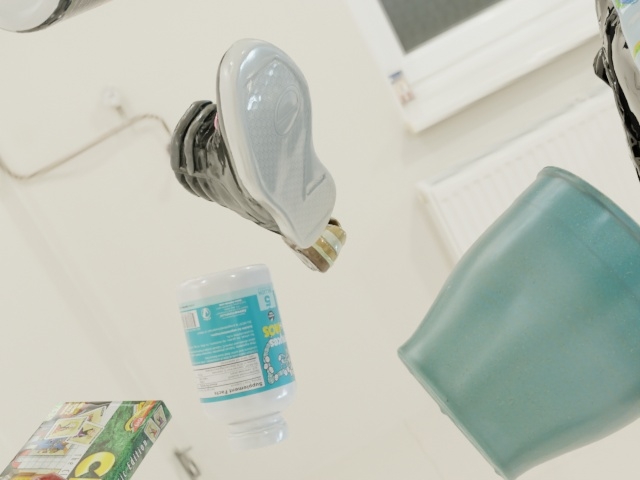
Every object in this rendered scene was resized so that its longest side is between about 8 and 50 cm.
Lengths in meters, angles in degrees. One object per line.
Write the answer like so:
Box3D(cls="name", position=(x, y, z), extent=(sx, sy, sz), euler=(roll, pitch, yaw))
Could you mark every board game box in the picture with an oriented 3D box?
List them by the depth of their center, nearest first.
Box3D(cls="board game box", position=(-0.252, 0.240, 0.973), extent=(0.136, 0.030, 0.259), euler=(-4, 31, 25))

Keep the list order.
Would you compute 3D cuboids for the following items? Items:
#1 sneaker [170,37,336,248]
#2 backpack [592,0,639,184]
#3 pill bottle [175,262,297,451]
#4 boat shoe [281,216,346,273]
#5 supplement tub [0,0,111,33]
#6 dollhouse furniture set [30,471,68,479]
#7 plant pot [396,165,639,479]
Box3D(cls="sneaker", position=(-0.083, -0.093, 0.956), extent=(0.147, 0.295, 0.104), euler=(23, 72, 19))
Box3D(cls="backpack", position=(0.277, -0.025, 0.512), extent=(0.273, 0.290, 0.355), euler=(-23, 24, 32))
Box3D(cls="pill bottle", position=(-0.119, 0.174, 1.575), extent=(0.146, 0.264, 0.146), euler=(-13, -1, 0))
Box3D(cls="boat shoe", position=(0.000, 0.000, 1.448), extent=(0.072, 0.068, 0.190), euler=(-46, 16, -5))
Box3D(cls="supplement tub", position=(-0.216, -0.253, 0.905), extent=(0.117, 0.117, 0.190), euler=(-19, 16, 26))
Box3D(cls="dollhouse furniture set", position=(-0.167, 0.321, 0.501), extent=(0.152, 0.373, 0.201), euler=(25, 29, 35))
Box3D(cls="plant pot", position=(0.232, 0.107, 1.115), extent=(0.255, 0.271, 0.271), euler=(-41, 19, -2))
